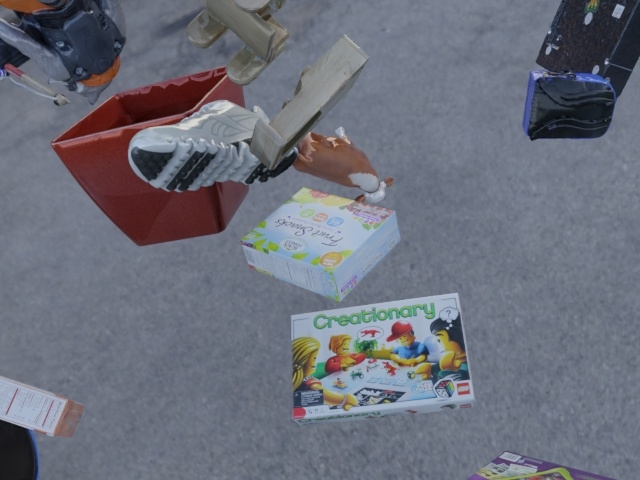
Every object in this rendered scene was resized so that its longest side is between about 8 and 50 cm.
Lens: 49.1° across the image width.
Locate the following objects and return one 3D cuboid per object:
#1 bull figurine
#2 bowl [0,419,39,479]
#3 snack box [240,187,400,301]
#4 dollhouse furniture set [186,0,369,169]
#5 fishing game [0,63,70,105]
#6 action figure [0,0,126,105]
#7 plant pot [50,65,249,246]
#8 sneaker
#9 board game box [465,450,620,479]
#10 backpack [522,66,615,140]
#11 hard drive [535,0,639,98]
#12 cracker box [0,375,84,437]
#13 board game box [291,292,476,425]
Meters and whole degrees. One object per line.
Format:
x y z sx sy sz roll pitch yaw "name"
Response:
0.029 -0.182 1.545 0.101 0.310 0.188 -48 54 18 "bull figurine"
-0.713 0.428 1.321 0.077 0.391 0.391 -32 35 29 "bowl"
0.000 0.000 1.174 0.207 0.070 0.174 17 46 39 "snack box"
-0.089 -0.236 0.866 0.161 0.242 0.212 -48 1 -14 "dollhouse furniture set"
-0.354 -0.124 0.567 0.264 0.041 0.189 -8 27 -44 "fishing game"
-0.384 -0.281 0.929 0.341 0.330 0.178 -44 69 -8 "action figure"
-0.266 -0.142 1.266 0.267 0.236 0.267 -9 28 17 "plant pot"
-0.163 -0.144 1.018 0.110 0.292 0.118 -36 74 34 "sneaker"
0.409 0.452 1.184 0.208 0.056 0.346 -10 7 -42 "board game box"
0.364 -0.205 1.028 0.120 0.098 0.101 4 31 7 "backpack"
0.530 -0.444 1.264 0.064 0.339 0.237 9 26 -17 "hard drive"
-0.535 0.269 1.194 0.232 0.156 0.067 20 71 -3 "cracker box"
0.101 0.206 1.213 0.305 0.053 0.193 -9 59 10 "board game box"
